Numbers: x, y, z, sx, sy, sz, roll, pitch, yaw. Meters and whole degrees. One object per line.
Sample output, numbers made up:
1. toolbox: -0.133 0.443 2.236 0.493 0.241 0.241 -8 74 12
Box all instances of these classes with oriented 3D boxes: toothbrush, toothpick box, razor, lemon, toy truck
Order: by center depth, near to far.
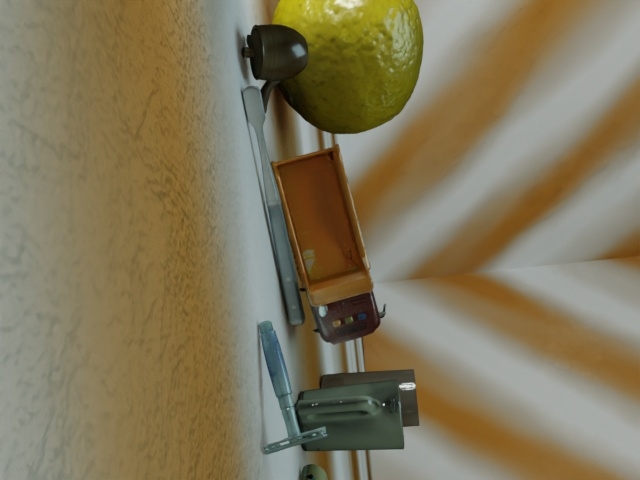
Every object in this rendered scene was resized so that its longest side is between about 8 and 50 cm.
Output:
1. razor: -0.042 0.151 0.654 0.040 0.068 0.135 74 0 -72
2. toothbrush: -0.059 -0.032 0.802 0.030 0.025 0.342 -97 178 -65
3. toy truck: 0.012 0.007 0.884 0.135 0.114 0.270 -109 -176 -84
4. lemon: 0.045 -0.302 1.004 0.310 0.253 0.253 74 11 -54
5. toothpick box: 0.094 0.306 1.176 0.111 0.181 0.111 -6 90 -83

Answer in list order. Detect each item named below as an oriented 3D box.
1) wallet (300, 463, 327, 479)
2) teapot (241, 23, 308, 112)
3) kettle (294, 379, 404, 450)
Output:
1. wallet: -0.006 0.379 0.783 0.155 0.039 0.110 -76 158 -72
2. teapot: -0.063 -0.218 0.778 0.085 0.080 0.110 -123 -147 -52
3. kettle: 0.044 0.258 0.884 0.127 0.148 0.098 -29 115 -86
